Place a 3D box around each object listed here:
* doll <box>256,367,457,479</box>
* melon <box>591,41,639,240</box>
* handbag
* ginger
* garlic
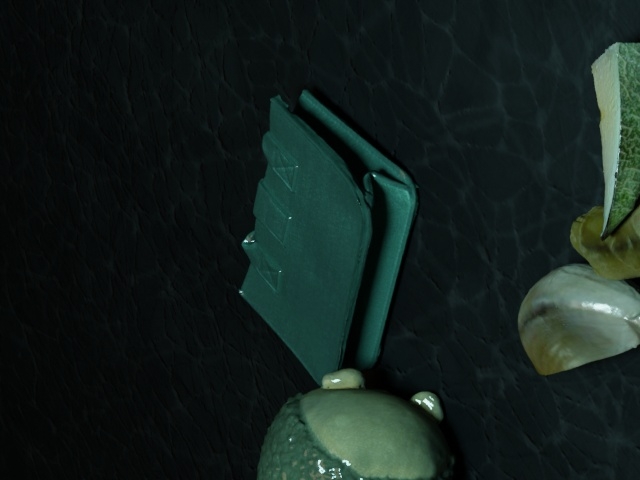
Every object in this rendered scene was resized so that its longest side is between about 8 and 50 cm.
[{"bbox_3d":[0.030,0.329,2.289,0.247,0.247,0.349,41,127,40],"label":"doll"},{"bbox_3d":[0.288,-0.096,1.786,0.098,0.054,0.182,146,127,-66],"label":"melon"},{"bbox_3d":[0.001,0.000,2.293,0.238,0.089,0.326,46,141,35],"label":"handbag"},{"bbox_3d":[0.317,-0.010,1.815,0.190,0.069,0.095,-19,95,57],"label":"ginger"},{"bbox_3d":[0.270,0.073,1.921,0.101,0.087,0.195,58,145,-2],"label":"garlic"}]
